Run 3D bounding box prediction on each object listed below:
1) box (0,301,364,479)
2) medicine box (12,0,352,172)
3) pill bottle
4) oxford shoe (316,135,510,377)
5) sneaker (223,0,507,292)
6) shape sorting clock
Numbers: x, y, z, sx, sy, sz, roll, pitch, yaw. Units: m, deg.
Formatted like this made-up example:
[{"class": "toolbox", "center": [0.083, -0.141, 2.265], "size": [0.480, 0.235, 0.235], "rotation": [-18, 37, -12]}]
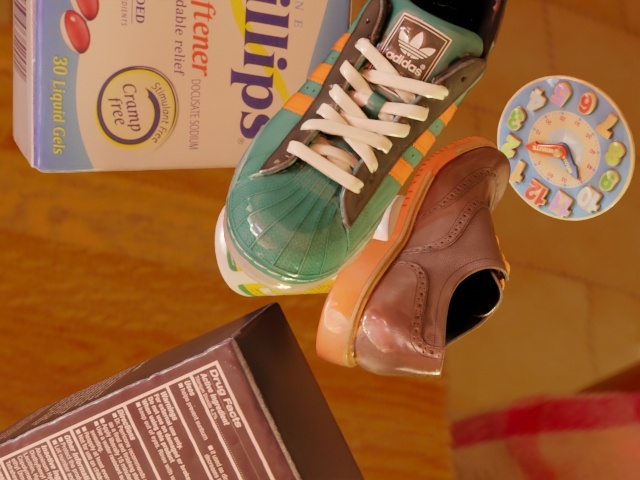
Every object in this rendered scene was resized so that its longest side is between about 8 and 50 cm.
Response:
[{"class": "box", "center": [-0.120, 0.258, 1.529], "size": [0.296, 0.294, 0.183], "rotation": [65, 17, -3]}, {"class": "medicine box", "center": [-0.129, -0.208, 1.478], "size": [0.289, 0.149, 0.263], "rotation": [-3, 108, -18]}, {"class": "pill bottle", "center": [0.000, 0.000, 1.782], "size": [0.117, 0.208, 0.117], "rotation": [14, 74, -60]}, {"class": "oxford shoe", "center": [0.127, 0.021, 1.572], "size": [0.133, 0.130, 0.363], "rotation": [19, 41, 18]}, {"class": "sneaker", "center": [0.036, -0.097, 1.088], "size": [0.108, 0.121, 0.302], "rotation": [33, 53, 3]}, {"class": "shape sorting clock", "center": [0.334, -0.126, 2.231], "size": [0.040, 0.206, 0.206], "rotation": [-32, 89, -48]}]
